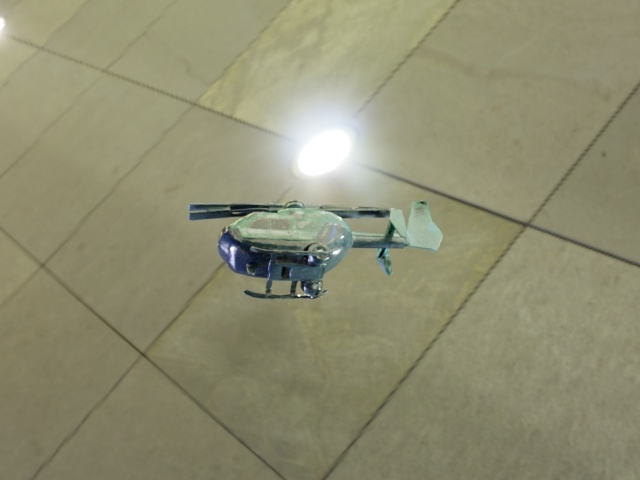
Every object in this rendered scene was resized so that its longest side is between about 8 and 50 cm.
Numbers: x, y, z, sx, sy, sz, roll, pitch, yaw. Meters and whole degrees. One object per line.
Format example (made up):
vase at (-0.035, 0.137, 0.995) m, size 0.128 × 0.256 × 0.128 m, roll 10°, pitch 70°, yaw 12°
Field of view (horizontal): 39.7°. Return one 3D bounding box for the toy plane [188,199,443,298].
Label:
toy plane at (0.000, 0.000, 0.802) m, size 0.235 × 0.060 × 0.096 m, roll 1°, pitch 44°, yaw -12°
